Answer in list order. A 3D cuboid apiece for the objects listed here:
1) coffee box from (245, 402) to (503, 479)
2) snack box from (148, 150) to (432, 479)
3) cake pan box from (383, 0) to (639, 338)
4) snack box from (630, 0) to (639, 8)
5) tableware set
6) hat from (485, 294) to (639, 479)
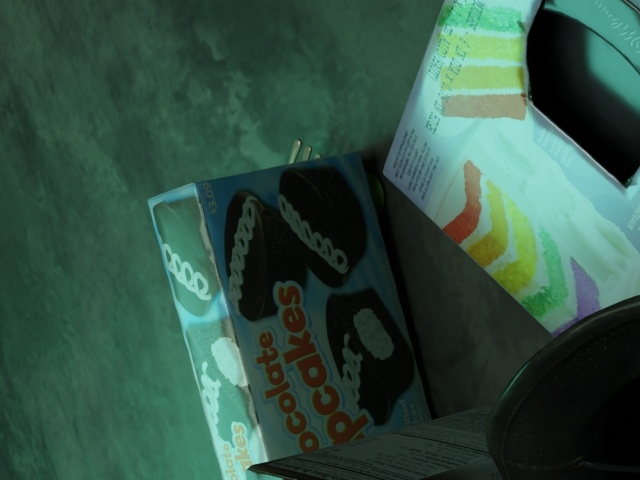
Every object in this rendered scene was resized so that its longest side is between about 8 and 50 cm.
[{"bbox_3d":[0.101,0.208,1.156,0.119,0.297,0.168,6,102,47],"label":"coffee box"},{"bbox_3d":[-0.006,0.103,1.323,0.060,0.187,0.322,-16,89,43],"label":"snack box"},{"bbox_3d":[0.171,-0.064,1.133,0.246,0.070,0.267,44,142,19],"label":"cake pan box"},{"bbox_3d":[0.277,-0.165,0.980,0.207,0.174,0.070,45,165,30],"label":"snack box"},{"bbox_3d":[0.000,0.000,1.438,0.104,0.024,0.154,35,120,31],"label":"tableware set"},{"bbox_3d":[0.253,0.084,1.038,0.331,0.331,0.134,-40,31,44],"label":"hat"}]
